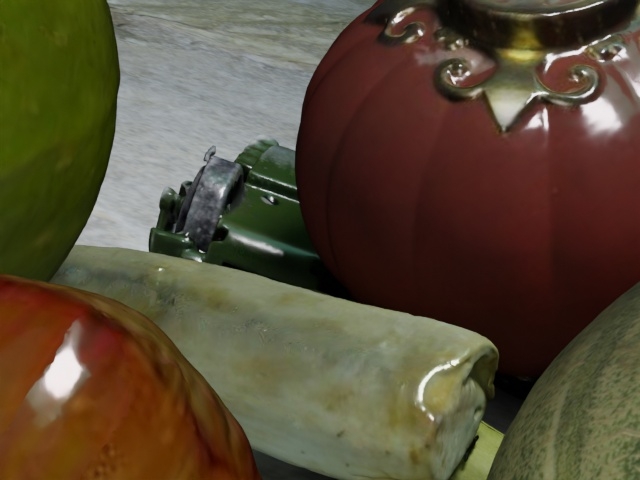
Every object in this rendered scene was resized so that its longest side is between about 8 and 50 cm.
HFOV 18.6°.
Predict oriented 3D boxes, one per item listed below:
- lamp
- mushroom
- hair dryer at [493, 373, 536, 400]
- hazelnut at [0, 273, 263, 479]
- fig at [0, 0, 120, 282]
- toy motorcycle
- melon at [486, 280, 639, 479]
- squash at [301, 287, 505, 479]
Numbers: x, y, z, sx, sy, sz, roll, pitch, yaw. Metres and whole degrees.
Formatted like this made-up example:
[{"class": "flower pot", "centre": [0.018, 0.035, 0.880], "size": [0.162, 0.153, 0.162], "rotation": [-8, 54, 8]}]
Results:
[{"class": "lamp", "centre": [0.135, -0.050, 1.142], "size": [0.303, 0.257, 0.303], "rotation": [-4, 35, 3]}, {"class": "mushroom", "centre": [-0.061, 0.060, 1.048], "size": [0.312, 0.081, 0.100], "rotation": [14, 56, 24]}, {"class": "hair dryer", "centre": [0.250, 0.047, 1.327], "size": [0.272, 0.091, 0.235], "rotation": [-17, 14, -34]}, {"class": "hazelnut", "centre": [-0.116, 0.105, 0.680], "size": [0.210, 0.186, 0.210], "rotation": [33, 5, -3]}, {"class": "fig", "centre": [-0.250, -0.060, 0.937], "size": [0.316, 0.316, 0.316], "rotation": [17, 14, -4]}, {"class": "toy motorcycle", "centre": [0.000, 0.000, 1.347], "size": [0.205, 0.127, 0.275], "rotation": [18, 21, 5]}, {"class": "melon", "centre": [0.195, 0.124, 0.845], "size": [0.248, 0.248, 0.329], "rotation": [25, 25, 25]}, {"class": "squash", "centre": [0.037, 0.100, 1.084], "size": [0.083, 0.083, 0.250], "rotation": [4, 21, -43]}]
